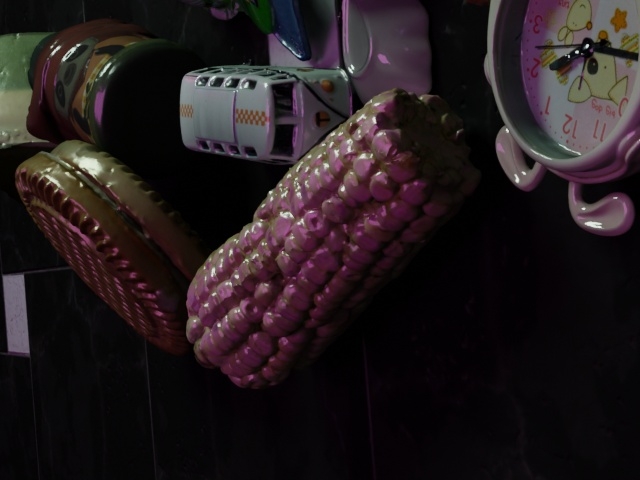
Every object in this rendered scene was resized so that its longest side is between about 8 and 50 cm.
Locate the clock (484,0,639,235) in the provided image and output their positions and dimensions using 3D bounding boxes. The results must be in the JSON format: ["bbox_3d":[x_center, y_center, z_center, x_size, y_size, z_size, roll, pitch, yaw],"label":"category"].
[{"bbox_3d":[0.153,-0.105,0.671,0.151,0.062,0.191,42,130,50],"label":"clock"}]

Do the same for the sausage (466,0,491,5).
[{"bbox_3d":[0.084,-0.273,0.687,0.078,0.078,0.304,52,161,45],"label":"sausage"}]

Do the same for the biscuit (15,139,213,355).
[{"bbox_3d":[-0.182,0.009,1.157,0.259,0.079,0.259,41,162,17],"label":"biscuit"}]

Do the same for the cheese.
[{"bbox_3d":[-0.105,-0.262,1.063,0.320,0.083,0.204,47,162,38],"label":"cheese"}]

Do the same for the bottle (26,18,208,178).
[{"bbox_3d":[-0.217,-0.146,1.239,0.271,0.156,0.143,27,141,53],"label":"bottle"}]

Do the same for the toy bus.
[{"bbox_3d":[-0.047,-0.103,1.003,0.194,0.089,0.087,16,108,58],"label":"toy bus"}]

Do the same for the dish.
[{"bbox_3d":[0.038,-0.156,0.894,0.091,0.039,0.137,-18,78,60],"label":"dish"}]

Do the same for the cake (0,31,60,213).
[{"bbox_3d":[-0.315,-0.126,1.524,0.283,0.172,0.158,70,-172,-65],"label":"cake"}]

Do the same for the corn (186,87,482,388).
[{"bbox_3d":[-0.001,0.001,0.909,0.335,0.126,0.127,-50,51,49],"label":"corn"}]
